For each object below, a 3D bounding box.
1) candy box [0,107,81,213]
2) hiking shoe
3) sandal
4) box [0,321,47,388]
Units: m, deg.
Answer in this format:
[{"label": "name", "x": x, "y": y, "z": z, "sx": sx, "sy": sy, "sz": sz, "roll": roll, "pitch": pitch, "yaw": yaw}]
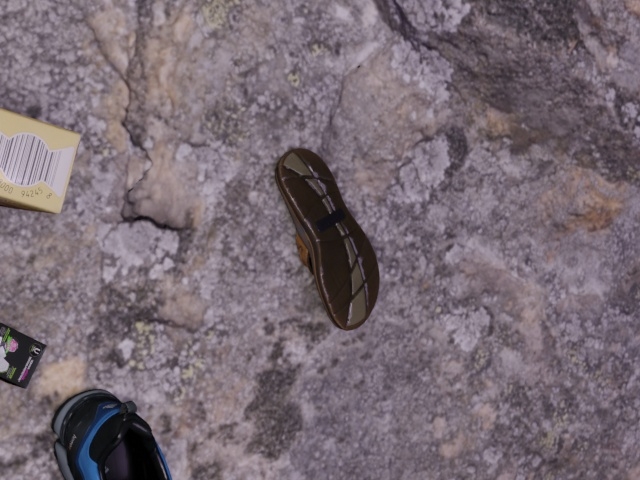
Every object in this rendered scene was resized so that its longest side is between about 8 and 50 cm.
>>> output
[{"label": "candy box", "x": -0.411, "y": -0.107, "z": 1.459, "sx": 0.316, "sy": 0.183, "sz": 0.087, "roll": 18, "pitch": 84, "yaw": -31}, {"label": "hiking shoe", "x": -0.206, "y": 0.312, "z": 1.646, "sx": 0.113, "sy": 0.132, "sz": 0.304, "roll": -24, "pitch": 106, "yaw": -28}, {"label": "sandal", "x": 0.000, "y": 0.000, "z": 1.800, "sx": 0.090, "sy": 0.060, "sz": 0.219, "roll": -29, "pitch": 94, "yaw": -33}, {"label": "box", "x": -0.338, "y": 0.111, "z": 1.591, "sx": 0.083, "sy": 0.062, "sz": 0.052, "roll": 32, "pitch": 75, "yaw": -29}]
